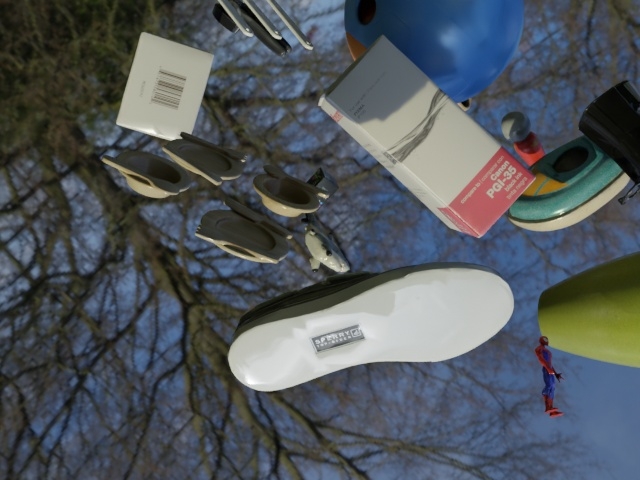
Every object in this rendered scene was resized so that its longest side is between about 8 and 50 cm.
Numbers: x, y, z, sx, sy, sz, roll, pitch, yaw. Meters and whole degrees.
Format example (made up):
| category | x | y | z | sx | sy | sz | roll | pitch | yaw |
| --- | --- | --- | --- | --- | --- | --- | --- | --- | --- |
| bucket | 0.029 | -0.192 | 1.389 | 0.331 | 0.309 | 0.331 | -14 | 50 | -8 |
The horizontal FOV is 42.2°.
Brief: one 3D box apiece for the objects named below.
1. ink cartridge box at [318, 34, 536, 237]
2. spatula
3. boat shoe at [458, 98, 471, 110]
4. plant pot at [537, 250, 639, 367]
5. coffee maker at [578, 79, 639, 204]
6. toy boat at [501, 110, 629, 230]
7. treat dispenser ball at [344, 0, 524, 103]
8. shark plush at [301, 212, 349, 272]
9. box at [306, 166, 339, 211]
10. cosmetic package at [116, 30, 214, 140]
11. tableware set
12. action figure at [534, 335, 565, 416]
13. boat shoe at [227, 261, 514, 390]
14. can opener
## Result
| category | x | y | z | sx | sy | sz | roll | pitch | yaw |
| --- | --- | --- | --- | --- | --- | --- | --- | --- | --- |
| ink cartridge box | 0.140 | -0.143 | 1.174 | 0.117 | 0.283 | 0.207 | -47 | -175 | 3 |
| spatula | -0.122 | -0.372 | 1.262 | 0.168 | 0.242 | 0.019 | -1 | 138 | -47 |
| boat shoe | 0.241 | -0.418 | 1.667 | 0.110 | 0.341 | 0.121 | 13 | -135 | 36 |
| plant pot | 0.647 | 0.161 | 1.838 | 0.294 | 0.274 | 0.274 | -11 | -146 | 38 |
| coffee maker | 0.563 | -0.188 | 1.522 | 0.171 | 0.178 | 0.120 | -28 | 156 | -29 |
| toy boat | 0.481 | -0.160 | 1.752 | 0.268 | 0.148 | 0.318 | -37 | -147 | 9 |
| treat dispenser ball | 0.181 | -0.360 | 1.341 | 0.288 | 0.288 | 0.288 | -35 | -159 | 15 |
| shark plush | 0.000 | 0.000 | 1.700 | 0.067 | 0.161 | 0.073 | -8 | 140 | -35 |
| box | -0.005 | -0.124 | 2.025 | 0.083 | 0.052 | 0.062 | -46 | -154 | 15 |
| cosmetic package | -0.336 | -0.332 | 1.779 | 0.365 | 0.155 | 0.196 | -138 | -116 | -72 |
| tableware set | -0.072 | -0.039 | 0.619 | 0.020 | 0.141 | 0.168 | -67 | 172 | 25 |
| action figure | 0.324 | 0.189 | 1.175 | 0.030 | 0.038 | 0.115 | -23 | -125 | 29 |
| boat shoe | 0.050 | 0.078 | 0.889 | 0.302 | 0.108 | 0.102 | -17 | -158 | 8 |
| can opener | -0.135 | -0.447 | 1.722 | 0.059 | 0.186 | 0.073 | -53 | 179 | -43 |
